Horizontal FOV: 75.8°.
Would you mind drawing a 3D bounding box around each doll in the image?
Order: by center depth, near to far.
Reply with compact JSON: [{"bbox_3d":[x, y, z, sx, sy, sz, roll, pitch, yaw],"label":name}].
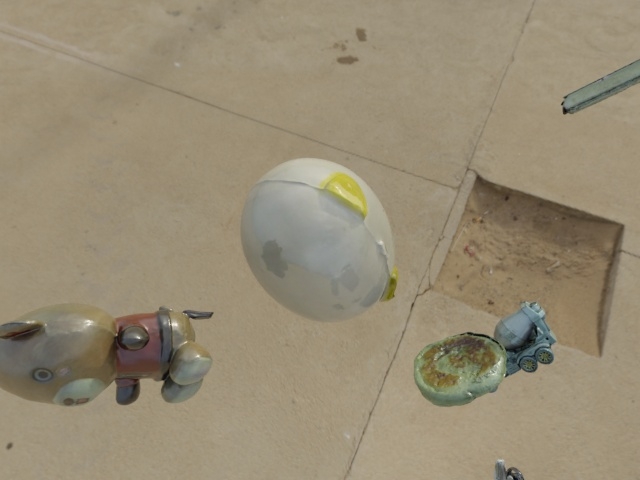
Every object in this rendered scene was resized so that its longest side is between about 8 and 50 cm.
[{"bbox_3d":[-0.356,0.185,0.701,0.330,0.235,0.174,6,54,-29],"label":"doll"}]

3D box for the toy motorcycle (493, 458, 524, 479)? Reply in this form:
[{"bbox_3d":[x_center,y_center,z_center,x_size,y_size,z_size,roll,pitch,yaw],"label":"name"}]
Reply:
[{"bbox_3d":[0.533,0.756,1.180,0.074,0.151,0.228,2,82,-15],"label":"toy motorcycle"}]

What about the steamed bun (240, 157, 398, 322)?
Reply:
[{"bbox_3d":[-0.003,0.005,0.892,0.334,0.374,0.333,-19,39,16],"label":"steamed bun"}]

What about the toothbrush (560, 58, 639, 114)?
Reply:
[{"bbox_3d":[0.300,-0.154,0.258,0.028,0.294,0.026,18,67,-26],"label":"toothbrush"}]

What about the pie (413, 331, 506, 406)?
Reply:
[{"bbox_3d":[0.334,0.305,1.001,0.241,0.054,0.240,-22,16,7],"label":"pie"}]

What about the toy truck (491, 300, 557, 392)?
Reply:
[{"bbox_3d":[0.492,0.277,1.079,0.257,0.108,0.140,-41,81,25],"label":"toy truck"}]
